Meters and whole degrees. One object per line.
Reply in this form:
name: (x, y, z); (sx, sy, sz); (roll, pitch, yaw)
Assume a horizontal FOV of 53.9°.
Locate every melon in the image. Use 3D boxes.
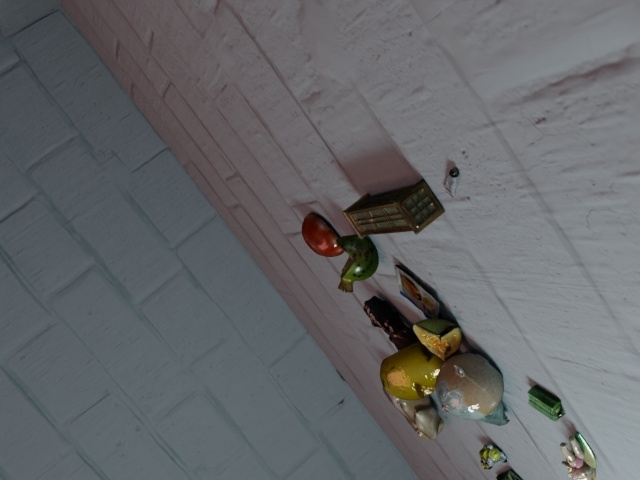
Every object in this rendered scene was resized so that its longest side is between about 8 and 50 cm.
melon: (0.317, 0.248, 1.713); (0.128, 0.079, 0.160); (28, 160, 32)

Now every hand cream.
hand cream: (0.254, -0.113, 1.214); (0.030, 0.019, 0.093); (45, 171, 16)

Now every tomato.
tomato: (-0.002, -0.005, 2.068); (0.166, 0.082, 0.174); (55, 167, -13)

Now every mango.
mango: (0.295, 0.381, 1.879); (0.262, 0.130, 0.167); (-40, 86, 33)

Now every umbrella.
umbrella: (0.263, 0.308, 2.019); (0.326, 0.094, 0.090); (46, 171, 22)

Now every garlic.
garlic: (0.355, 0.633, 2.432); (0.279, 0.132, 0.325); (34, 160, 46)

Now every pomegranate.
pomegranate: (0.108, 0.066, 1.824); (0.143, 0.122, 0.169); (141, 125, -80)

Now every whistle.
whistle: (0.425, 0.434, 1.730); (0.189, 0.189, 0.348); (33, 168, 48)

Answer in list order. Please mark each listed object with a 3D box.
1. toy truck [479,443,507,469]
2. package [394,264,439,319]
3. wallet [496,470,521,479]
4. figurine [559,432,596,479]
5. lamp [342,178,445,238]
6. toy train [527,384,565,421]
toy truck: (0.581, 0.729, 2.141); (0.111, 0.076, 0.077); (101, 148, -70)
package: (0.275, 0.159, 1.757); (0.171, 0.027, 0.173); (41, 161, 33)
wallet: (0.694, 0.893, 2.225); (0.160, 0.055, 0.236); (52, 167, 22)
figurine: (0.629, 0.535, 1.547); (0.187, 0.083, 0.083); (53, 166, -32)
lamp: (0.157, -0.067, 1.455); (0.089, 0.090, 0.325); (55, 163, -10)
toy train: (0.542, 0.390, 1.515); (0.093, 0.038, 0.056); (32, 150, 51)
